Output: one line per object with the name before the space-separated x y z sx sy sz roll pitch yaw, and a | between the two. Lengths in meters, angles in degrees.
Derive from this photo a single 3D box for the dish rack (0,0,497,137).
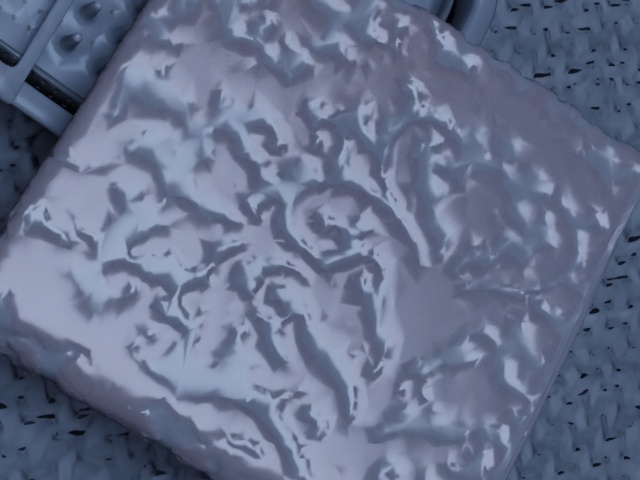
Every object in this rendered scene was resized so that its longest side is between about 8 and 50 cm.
dish rack | -0.070 -0.153 1.074 0.333 0.072 0.285 35 70 -19

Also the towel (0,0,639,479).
towel | 0.000 0.000 1.007 0.332 0.053 0.317 33 72 -11
